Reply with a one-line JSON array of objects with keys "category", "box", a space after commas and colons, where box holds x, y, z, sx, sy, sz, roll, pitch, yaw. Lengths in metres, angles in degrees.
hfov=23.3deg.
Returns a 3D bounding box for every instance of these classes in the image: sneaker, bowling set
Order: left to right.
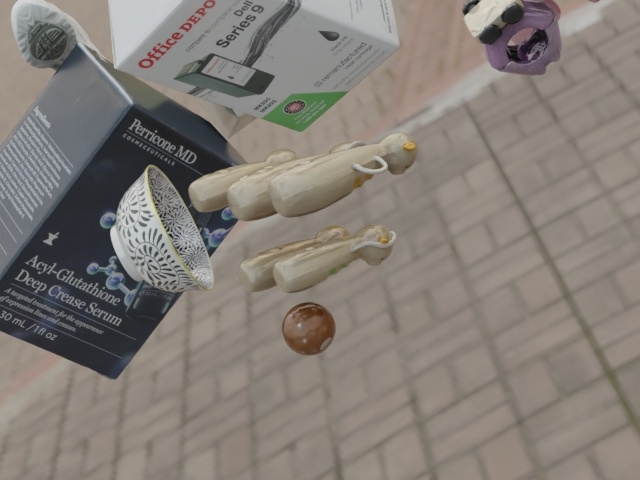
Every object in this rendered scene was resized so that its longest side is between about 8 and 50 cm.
[{"category": "sneaker", "box": [-0.412, -0.314, 2.366, 0.090, 0.232, 0.115, -35, 61, 3]}, {"category": "bowling set", "box": [0.000, 0.000, 1.564, 0.154, 0.200, 0.287, -22, 13, -22]}]

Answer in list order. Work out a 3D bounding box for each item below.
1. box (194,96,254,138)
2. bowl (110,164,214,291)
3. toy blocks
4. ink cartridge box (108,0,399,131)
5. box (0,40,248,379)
[{"category": "box", "box": [-0.087, -0.288, 2.472, 0.232, 0.127, 0.148, -37, -1, -14]}, {"category": "bowl", "box": [-0.204, 0.000, 1.892, 0.080, 0.170, 0.170, -26, 21, 7]}, {"category": "toy blocks", "box": [0.298, -0.310, 1.671, 0.288, 0.260, 0.309, -41, 36, 18]}, {"category": "ink cartridge box", "box": [-0.084, -0.265, 1.891, 0.211, 0.289, 0.121, -38, 49, 40]}, {"category": "box", "box": [-0.333, -0.037, 2.316, 0.395, 0.293, 0.212, -52, 44, 8]}]
